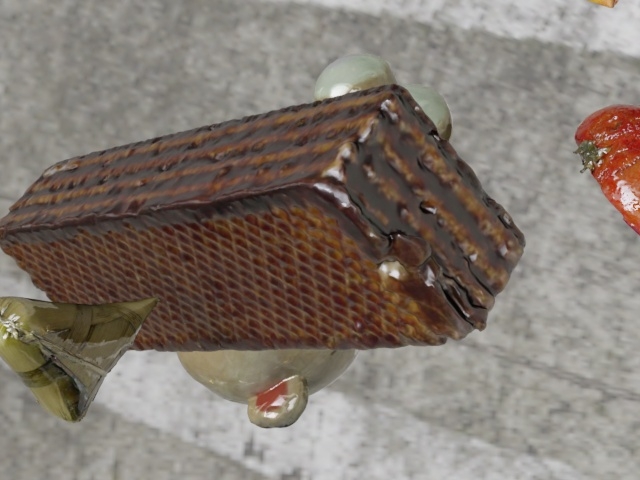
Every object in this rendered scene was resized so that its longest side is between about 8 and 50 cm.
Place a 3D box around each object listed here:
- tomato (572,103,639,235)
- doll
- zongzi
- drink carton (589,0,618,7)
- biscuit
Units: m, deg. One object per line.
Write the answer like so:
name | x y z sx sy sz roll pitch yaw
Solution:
tomato | 0.322 -0.056 1.634 0.099 0.173 0.189 -46 26 20
doll | 0.000 0.000 1.589 0.330 0.174 0.235 -50 44 1
zongzi | -0.120 0.038 0.885 0.040 0.076 0.083 24 65 42
drink carton | 0.090 -0.223 1.080 0.223 0.071 0.096 19 133 17
biscuit | -0.048 -0.001 0.942 0.073 0.107 0.388 -51 23 -24
